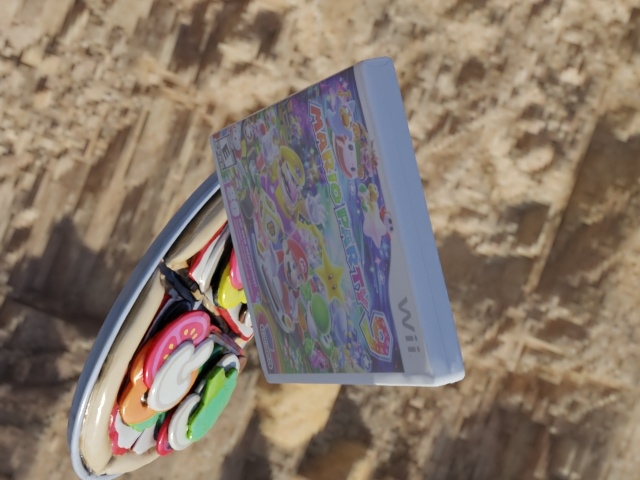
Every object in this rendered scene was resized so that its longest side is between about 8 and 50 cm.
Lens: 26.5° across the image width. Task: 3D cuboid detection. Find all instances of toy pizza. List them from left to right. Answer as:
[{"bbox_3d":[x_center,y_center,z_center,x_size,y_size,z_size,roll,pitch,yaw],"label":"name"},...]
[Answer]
[{"bbox_3d":[-0.051,0.039,0.673,0.201,0.032,0.201,-53,165,-21],"label":"toy pizza"}]

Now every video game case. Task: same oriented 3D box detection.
[{"bbox_3d":[0.000,0.000,0.406,0.122,0.011,0.087,-13,-90,66],"label":"video game case"}]
